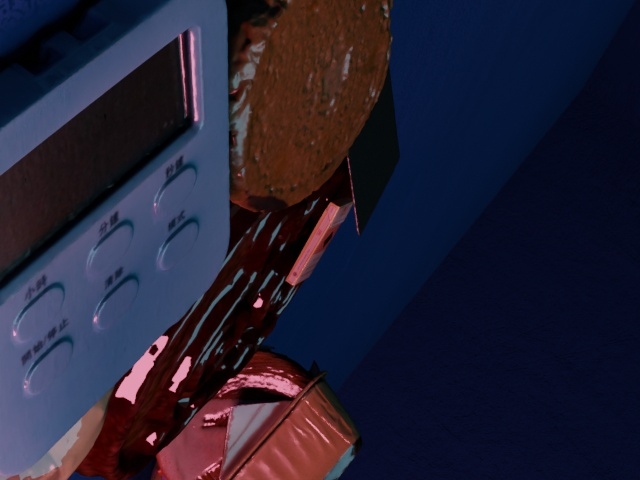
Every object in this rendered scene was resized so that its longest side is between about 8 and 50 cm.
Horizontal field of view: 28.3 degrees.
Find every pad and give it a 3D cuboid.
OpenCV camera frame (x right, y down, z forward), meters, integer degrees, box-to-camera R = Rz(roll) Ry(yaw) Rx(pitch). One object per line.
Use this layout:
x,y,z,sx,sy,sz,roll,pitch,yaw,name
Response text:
0.044,-0.106,1.114,0.211,0.003,0.142,-59,143,-65,pad

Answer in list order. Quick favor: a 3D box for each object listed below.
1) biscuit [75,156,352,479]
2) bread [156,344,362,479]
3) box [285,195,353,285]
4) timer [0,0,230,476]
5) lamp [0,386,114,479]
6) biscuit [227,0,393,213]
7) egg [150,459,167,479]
-0.088,0.044,1.130,0.407,0.091,0.407,-51,169,-13,biscuit
-0.080,0.220,1.430,0.224,0.212,0.142,-49,175,-2,bread
0.000,0.000,1.123,0.083,0.012,0.046,-59,169,18,box
-0.134,-0.013,0.713,0.232,0.091,0.250,-46,164,-35,timer
-0.210,0.131,0.825,0.250,0.101,0.101,-45,168,-31,lamp
-0.013,-0.120,0.901,0.226,0.042,0.226,-46,150,-37,biscuit
-0.130,0.325,1.643,0.196,0.196,0.271,-50,159,-19,egg
